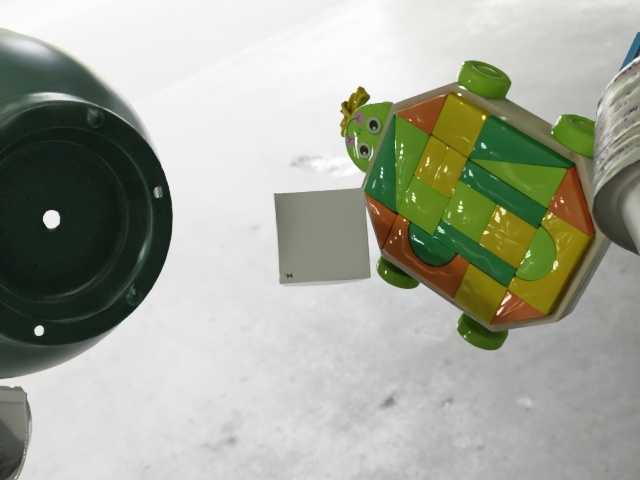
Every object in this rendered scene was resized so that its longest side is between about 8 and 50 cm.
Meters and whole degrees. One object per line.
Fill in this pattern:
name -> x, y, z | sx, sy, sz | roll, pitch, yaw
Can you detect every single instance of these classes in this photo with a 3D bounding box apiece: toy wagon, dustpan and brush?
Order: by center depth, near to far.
toy wagon -> 0.139, -0.054, 1.054 | 0.344, 0.267, 0.068 | 36, 32, 24
dustpan and brush -> -0.395, 0.271, 1.154 | 0.147, 0.211, 0.060 | -1, 28, 12

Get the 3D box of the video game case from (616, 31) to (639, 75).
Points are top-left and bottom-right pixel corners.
video game case -> 0.473, -0.231, 1.343 | 0.166, 0.119, 0.015 | -7, 44, -26

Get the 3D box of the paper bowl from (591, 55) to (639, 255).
paper bowl -> 0.343, -0.033, 0.713 | 0.284, 0.284, 0.148 | -3, 67, 30

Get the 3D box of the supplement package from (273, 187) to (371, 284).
supplement package -> 0.000, 0.000, 1.512 | 0.134, 0.139, 0.244 | -4, -2, -2

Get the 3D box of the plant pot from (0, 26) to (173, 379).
plant pot -> -0.234, -0.022, 0.751 | 0.293, 0.293, 0.196 | -35, 27, -29
